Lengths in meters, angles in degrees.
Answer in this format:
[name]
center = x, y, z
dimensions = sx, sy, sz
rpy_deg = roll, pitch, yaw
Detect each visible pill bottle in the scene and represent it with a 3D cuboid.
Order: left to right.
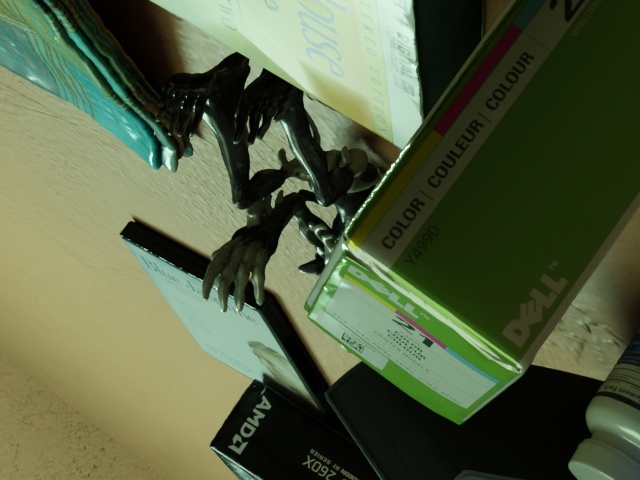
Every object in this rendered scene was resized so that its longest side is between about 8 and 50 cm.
[pill bottle]
center = 0.197, 0.095, 1.027
dimensions = 0.067, 0.120, 0.067
rpy_deg = 33, 164, 11

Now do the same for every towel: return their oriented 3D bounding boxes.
[towel]
center = -0.241, -0.175, 1.223
dimensions = 0.271, 0.040, 0.370
rpy_deg = 31, 172, 16

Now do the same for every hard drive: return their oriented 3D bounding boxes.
[hard drive]
center = 0.144, 0.138, 1.116
dimensions = 0.254, 0.054, 0.172
rpy_deg = 11, -155, -32

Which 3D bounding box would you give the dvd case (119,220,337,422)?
[dvd case]
center = -0.085, 0.084, 1.742
dimensions = 0.180, 0.022, 0.253
rpy_deg = 27, 161, 29

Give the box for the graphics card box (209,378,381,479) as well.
[graphics card box]
center = 0.069, 0.296, 1.853
dimensions = 0.371, 0.094, 0.233
rpy_deg = 33, 170, 12

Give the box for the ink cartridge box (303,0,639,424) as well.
[ink cartridge box]
center = 0.097, -0.042, 0.733
dimensions = 0.097, 0.189, 0.255
rpy_deg = 37, 163, 3

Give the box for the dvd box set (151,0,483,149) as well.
[dvd box set]
center = -0.108, -0.222, 0.880
dimensions = 0.420, 0.062, 0.307
rpy_deg = 32, 164, 16

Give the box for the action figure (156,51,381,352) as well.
[action figure]
center = 0.000, 0.000, 1.140
dimensions = 0.164, 0.141, 0.276
rpy_deg = 4, 145, 41
